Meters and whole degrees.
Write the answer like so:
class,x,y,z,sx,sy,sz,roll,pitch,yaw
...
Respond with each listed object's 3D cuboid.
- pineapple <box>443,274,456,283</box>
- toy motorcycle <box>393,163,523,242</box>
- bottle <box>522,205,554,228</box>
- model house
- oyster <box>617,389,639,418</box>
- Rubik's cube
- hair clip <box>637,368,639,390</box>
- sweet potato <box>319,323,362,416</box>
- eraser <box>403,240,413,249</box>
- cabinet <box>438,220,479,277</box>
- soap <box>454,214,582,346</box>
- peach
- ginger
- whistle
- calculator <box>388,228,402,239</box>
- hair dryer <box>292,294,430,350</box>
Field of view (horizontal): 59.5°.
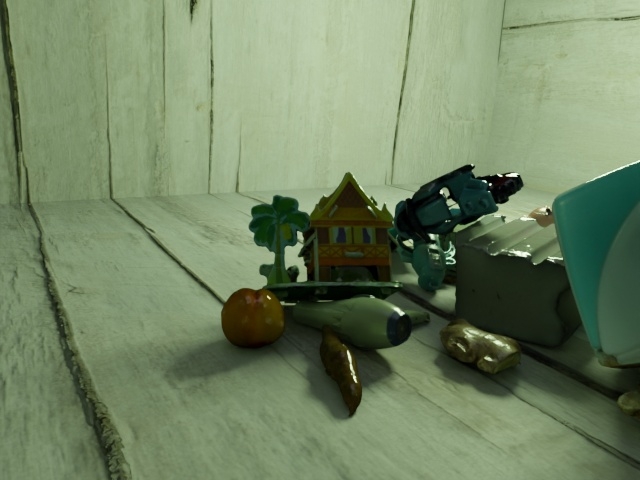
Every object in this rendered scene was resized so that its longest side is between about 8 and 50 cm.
class,x,y,z,sx,sy,sz,roll,pitch,yaw
pineapple,0.371,0.114,1.699,0.045,0.019,0.083,-2,13,-40
toy motorcycle,0.356,-0.092,1.561,0.232,0.172,0.416,-34,14,-28
bottle,0.678,0.010,1.716,0.147,0.237,0.147,3,14,-1
model house,0.000,0.000,1.397,0.357,0.313,0.242,-1,-17,-8
oyster,0.674,0.271,0.955,0.341,0.111,0.166,-9,8,-31
Rubik's cube,0.675,0.043,1.049,0.351,0.352,0.347,-20,-21,34
hair clip,0.699,0.268,1.085,0.172,0.046,0.072,-5,15,-21
sweet potato,0.037,0.238,1.072,0.067,0.067,0.274,0,19,-10
eraser,0.260,0.017,2.051,0.150,0.023,0.104,0,14,-9
cabinet,0.486,0.029,1.798,0.206,0.145,0.150,-9,19,-38
soap,0.529,0.082,1.453,0.350,0.213,0.435,11,17,33
peach,-0.143,0.163,1.196,0.137,0.138,0.138,2,14,-1
ginger,0.318,0.216,1.179,0.137,0.074,0.213,5,15,-32
whistle,0.316,0.039,1.652,0.186,0.093,0.274,9,43,-7
calculator,0.248,-0.021,1.869,0.248,0.058,0.274,-16,-5,-19
hair dryer,0.086,0.178,1.297,0.295,0.119,0.298,4,-2,22
